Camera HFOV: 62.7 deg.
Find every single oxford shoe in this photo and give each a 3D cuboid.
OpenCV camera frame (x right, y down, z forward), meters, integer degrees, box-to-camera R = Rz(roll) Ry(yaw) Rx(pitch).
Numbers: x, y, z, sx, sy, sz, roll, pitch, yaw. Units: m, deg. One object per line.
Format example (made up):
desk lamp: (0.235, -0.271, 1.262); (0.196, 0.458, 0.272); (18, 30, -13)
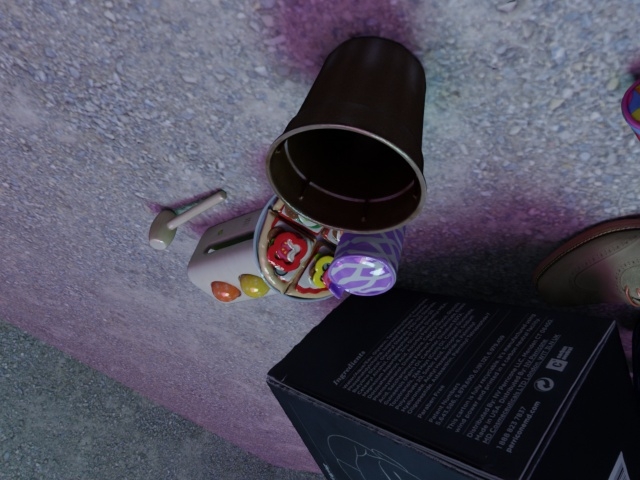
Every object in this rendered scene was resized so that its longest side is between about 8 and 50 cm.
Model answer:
oxford shoe: (0.436, 0.046, 0.683); (0.123, 0.130, 0.348); (33, 144, -24)

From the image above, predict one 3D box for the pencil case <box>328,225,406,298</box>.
pencil case: (0.066, -0.024, 0.685); (0.088, 0.206, 0.086); (-20, 124, 32)

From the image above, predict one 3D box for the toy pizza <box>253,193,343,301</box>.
toy pizza: (0.000, 0.000, 0.771); (0.201, 0.201, 0.032); (38, 178, -30)

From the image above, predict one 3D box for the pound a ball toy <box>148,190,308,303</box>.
pound a ball toy: (-0.143, 0.020, 0.906); (0.319, 0.135, 0.208); (-15, 136, 39)

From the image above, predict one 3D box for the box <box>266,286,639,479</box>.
box: (0.235, 0.358, 0.861); (0.472, 0.297, 0.479); (3, 126, 50)

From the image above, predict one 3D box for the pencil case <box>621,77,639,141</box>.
pencil case: (0.400, -0.079, 0.542); (0.105, 0.104, 0.236); (-19, 133, 43)

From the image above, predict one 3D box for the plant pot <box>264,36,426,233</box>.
plant pot: (0.044, -0.121, 0.575); (0.167, 0.165, 0.167); (13, 148, 8)

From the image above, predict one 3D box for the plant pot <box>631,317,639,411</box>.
plant pot: (0.588, 0.187, 0.746); (0.236, 0.235, 0.212); (0, 138, 26)

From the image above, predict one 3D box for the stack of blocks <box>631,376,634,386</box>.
stack of blocks: (0.509, 0.320, 1.034); (0.298, 0.171, 0.087); (-5, 142, 29)
